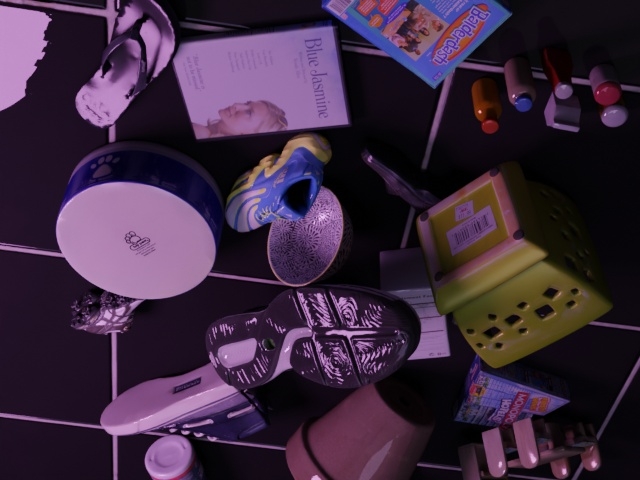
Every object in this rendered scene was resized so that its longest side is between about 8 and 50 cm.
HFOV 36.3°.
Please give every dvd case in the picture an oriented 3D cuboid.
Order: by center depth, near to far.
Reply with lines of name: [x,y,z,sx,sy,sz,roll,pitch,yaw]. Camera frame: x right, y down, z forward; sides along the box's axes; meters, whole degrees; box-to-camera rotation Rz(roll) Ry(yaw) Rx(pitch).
dvd case: [-0.086,-0.234,1.458,0.253,0.022,0.180,-5,132,8]

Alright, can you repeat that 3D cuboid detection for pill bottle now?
pill bottle: [-0.300,0.511,2.096,0.107,0.108,0.180,-7,132,9]

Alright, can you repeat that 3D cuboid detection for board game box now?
board game box: [0.132,-0.327,1.342,0.210,0.047,0.160,32,126,-23]
board game box: [0.374,0.308,1.903,0.194,0.060,0.194,10,132,-4]

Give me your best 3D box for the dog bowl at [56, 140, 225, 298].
dog bowl: [-0.293,-0.029,1.602,0.264,0.104,0.265,1,132,2]

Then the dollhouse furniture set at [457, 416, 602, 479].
dollhouse furniture set: [0.407,0.462,1.927,0.212,0.161,0.242,14,149,-40]

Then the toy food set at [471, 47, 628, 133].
toy food set: [0.343,-0.200,1.406,0.232,0.105,0.111,10,132,-6]

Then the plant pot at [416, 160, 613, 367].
plant pot: [0.284,0.028,1.516,0.228,0.227,0.207,-32,133,26]

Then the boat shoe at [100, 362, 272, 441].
boat shoe: [-0.257,0.349,1.928,0.340,0.127,0.158,-19,121,19]

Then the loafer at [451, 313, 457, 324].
loafer: [0.250,0.096,1.733,0.039,0.045,0.125,20,126,8]

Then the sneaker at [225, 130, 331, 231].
sneaker: [-0.077,-0.067,1.539,0.091,0.126,0.240,30,127,-22]

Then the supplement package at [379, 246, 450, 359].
supplement package: [0.166,0.111,1.703,0.105,0.105,0.179,-6,132,8]

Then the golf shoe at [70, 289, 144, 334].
golf shoe: [-0.359,0.116,1.770,0.198,0.077,0.094,-23,138,31]

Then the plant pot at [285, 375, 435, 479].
plant pot: [0.098,0.390,1.891,0.263,0.263,0.229,28,111,-20]

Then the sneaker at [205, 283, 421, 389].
sneaker: [0.032,0.122,1.608,0.447,0.257,0.169,-12,99,46]

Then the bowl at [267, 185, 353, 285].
bowl: [0.000,0.000,1.594,0.080,0.170,0.170,18,135,-43]

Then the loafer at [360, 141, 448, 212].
loafer: [0.124,-0.094,1.549,0.170,0.062,0.061,34,129,-24]

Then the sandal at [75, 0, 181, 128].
sandal: [-0.281,-0.250,1.417,0.097,0.054,0.254,35,127,-5]
